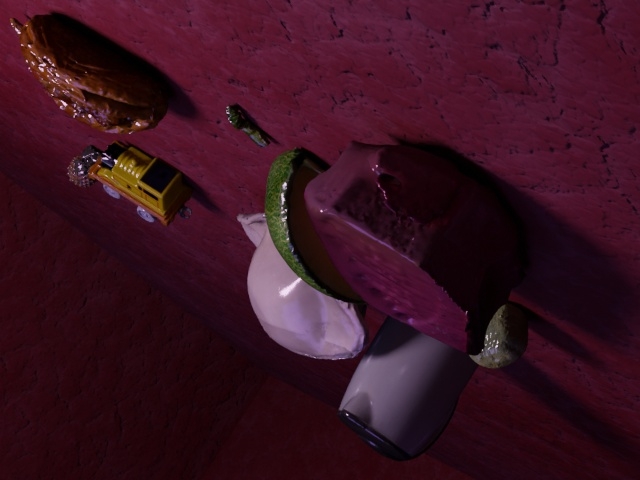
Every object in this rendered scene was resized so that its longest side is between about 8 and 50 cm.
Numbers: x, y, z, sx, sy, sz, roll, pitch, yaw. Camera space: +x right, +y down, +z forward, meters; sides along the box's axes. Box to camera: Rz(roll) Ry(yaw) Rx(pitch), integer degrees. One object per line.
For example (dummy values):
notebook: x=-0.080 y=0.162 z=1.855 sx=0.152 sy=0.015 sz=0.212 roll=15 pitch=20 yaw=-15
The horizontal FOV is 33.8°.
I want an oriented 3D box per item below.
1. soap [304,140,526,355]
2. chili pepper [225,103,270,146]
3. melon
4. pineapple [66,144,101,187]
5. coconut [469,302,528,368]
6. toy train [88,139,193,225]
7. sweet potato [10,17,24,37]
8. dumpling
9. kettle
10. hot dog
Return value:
soap: x=0.111 y=0.006 z=1.168 sx=0.220 sy=0.127 sz=0.325 roll=28 pitch=166 yaw=17
chili pepper: x=-0.097 y=-0.148 z=1.347 sx=0.083 sy=0.022 sz=0.027 roll=42 pitch=-162 yaw=-37
melon: x=0.000 y=0.000 z=1.424 sx=0.265 sy=0.129 sz=0.169 roll=39 pitch=170 yaw=-25
pineapple: x=-0.480 y=-0.154 z=2.178 sx=0.074 sy=0.074 sz=0.159 roll=36 pitch=163 yaw=-11
coconut: x=0.232 y=0.119 z=1.388 sx=0.088 sy=0.096 sz=0.088 roll=-1 pitch=144 yaw=-1
toy train: x=-0.325 y=-0.112 z=1.908 sx=0.219 sy=0.089 sz=0.127 roll=33 pitch=157 yaw=6
sweet potato: x=-0.367 y=-0.249 z=1.551 sx=0.226 sy=0.068 sz=0.068 roll=42 pitch=168 yaw=1
dumpling: x=-0.039 y=0.056 z=1.675 sx=0.260 sy=0.181 sz=0.341 roll=60 pitch=-170 yaw=-16
kettle: x=0.151 y=0.229 z=1.644 sx=0.161 sy=0.236 sz=0.221 roll=21 pitch=162 yaw=42
hot dog: x=-0.319 y=-0.224 z=1.444 sx=0.227 sy=0.099 sz=0.160 roll=34 pitch=166 yaw=13
